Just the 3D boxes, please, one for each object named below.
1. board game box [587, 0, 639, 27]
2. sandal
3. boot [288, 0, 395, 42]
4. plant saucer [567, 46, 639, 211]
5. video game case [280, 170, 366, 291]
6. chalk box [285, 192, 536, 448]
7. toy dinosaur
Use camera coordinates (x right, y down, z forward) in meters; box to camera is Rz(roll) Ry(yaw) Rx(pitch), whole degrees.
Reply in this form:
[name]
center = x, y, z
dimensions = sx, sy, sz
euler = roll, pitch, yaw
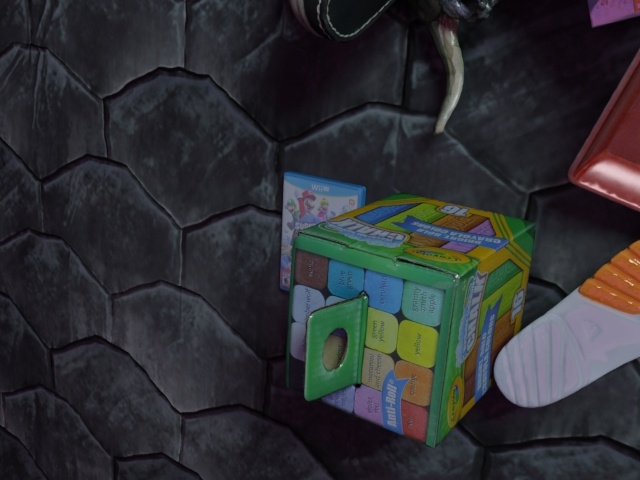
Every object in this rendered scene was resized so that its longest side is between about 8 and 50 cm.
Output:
[board game box]
center = 0.316, -0.262, 0.635
dimensions = 0.154, 0.026, 0.103
euler = -7, 101, 35
[sandal]
center = 0.294, 0.076, 0.720
dimensions = 0.265, 0.076, 0.102
euler = -36, 75, 22
[boot]
center = 0.168, -0.279, 0.588
dimensions = 0.377, 0.138, 0.284
euler = -49, 62, 8
[plant saucer]
center = 0.368, -0.094, 0.562
dimensions = 0.258, 0.048, 0.259
euler = 25, 144, 11
[video game case]
center = 0.000, 0.000, 0.937
dimensions = 0.119, 0.015, 0.166
euler = 15, 112, 30
[chalk box]
center = 0.083, 0.075, 0.733
dimensions = 0.179, 0.289, 0.180
euler = 15, 113, 30
[toy dinosaur]
center = 0.131, -0.255, 0.731
dimensions = 0.118, 0.064, 0.268
euler = -19, 84, 53
